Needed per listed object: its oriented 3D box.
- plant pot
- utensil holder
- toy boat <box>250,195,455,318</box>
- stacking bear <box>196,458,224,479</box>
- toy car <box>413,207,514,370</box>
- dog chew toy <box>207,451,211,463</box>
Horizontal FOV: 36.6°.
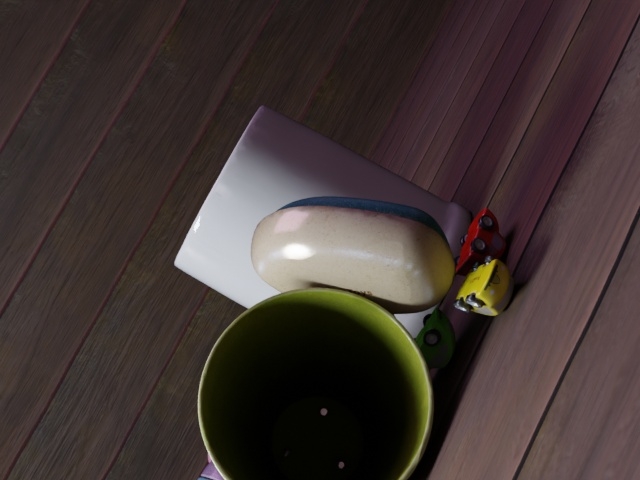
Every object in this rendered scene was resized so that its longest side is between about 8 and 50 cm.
[{"bbox_3d":[-0.005,0.240,1.253,0.293,0.274,0.275,89,-154,-67],"label":"plant pot"},{"bbox_3d":[0.000,0.000,1.588,0.328,0.385,0.327,-60,6,10],"label":"utensil holder"},{"bbox_3d":[0.054,0.038,1.272,0.318,0.267,0.148,68,-147,-54],"label":"toy boat"},{"bbox_3d":[-0.184,0.541,1.802,0.175,0.164,0.289,132,162,-69],"label":"stacking bear"},{"bbox_3d":[0.176,0.089,1.234,0.225,0.053,0.239,-60,5,20],"label":"toy car"},{"bbox_3d":[-0.153,0.402,2.047,0.207,0.206,0.332,-66,-1,-46],"label":"dog chew toy"}]
